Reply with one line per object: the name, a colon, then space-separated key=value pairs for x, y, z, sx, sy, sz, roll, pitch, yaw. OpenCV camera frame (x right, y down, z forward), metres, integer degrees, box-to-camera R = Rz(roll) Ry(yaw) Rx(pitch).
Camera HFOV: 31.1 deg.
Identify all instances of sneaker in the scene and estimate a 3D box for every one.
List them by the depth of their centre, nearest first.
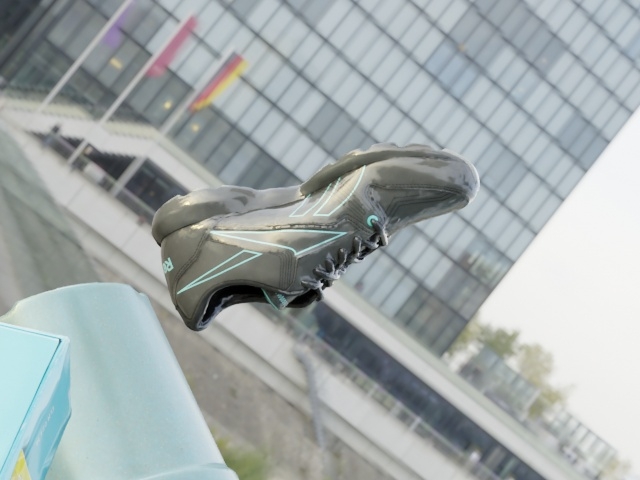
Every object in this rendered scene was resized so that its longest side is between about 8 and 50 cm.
sneaker: x=0.000 y=0.000 z=0.920 sx=0.101 sy=0.267 sz=0.106 roll=55 pitch=23 yaw=-64

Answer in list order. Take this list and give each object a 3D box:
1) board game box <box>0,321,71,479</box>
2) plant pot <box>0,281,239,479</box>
board game box: x=-0.288 y=0.163 z=0.513 sx=0.254 sy=0.336 sz=0.079 roll=13 pitch=-44 yaw=2
plant pot: x=-0.271 y=0.250 z=1.351 sx=0.334 sy=0.341 sz=0.341 roll=67 pitch=9 yaw=21
